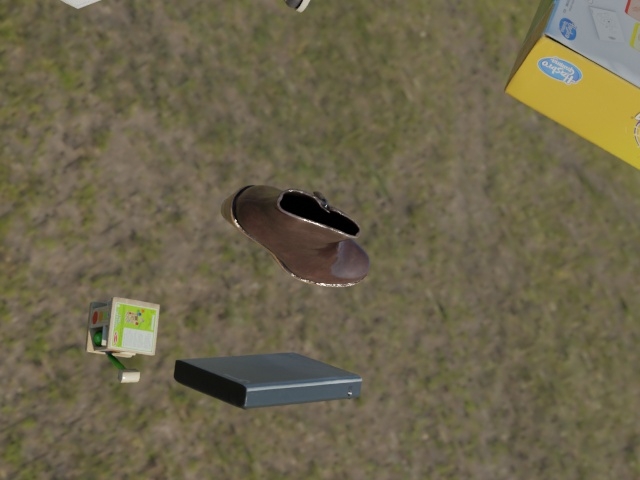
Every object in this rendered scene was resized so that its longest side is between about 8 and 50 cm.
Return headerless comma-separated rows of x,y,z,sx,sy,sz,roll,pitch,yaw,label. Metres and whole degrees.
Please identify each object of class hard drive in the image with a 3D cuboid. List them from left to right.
-0.045,0.119,1.166,0.135,0.094,0.022,1,100,-45,hard drive

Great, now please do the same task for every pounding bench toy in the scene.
-0.204,0.104,1.381,0.052,0.065,0.083,12,76,-32,pounding bench toy

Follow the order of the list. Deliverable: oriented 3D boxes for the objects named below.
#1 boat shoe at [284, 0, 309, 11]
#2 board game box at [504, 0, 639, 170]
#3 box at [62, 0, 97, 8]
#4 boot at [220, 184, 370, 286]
-0.022,-0.321,1.436,0.064,0.206,0.075,15,60,-5,boat shoe
0.327,-0.127,1.149,0.316,0.064,0.242,30,40,-1,board game box
-0.258,-0.360,1.588,0.103,0.203,0.114,24,69,-40,box
0.000,0.000,1.790,0.248,0.207,0.090,26,78,-25,boot
